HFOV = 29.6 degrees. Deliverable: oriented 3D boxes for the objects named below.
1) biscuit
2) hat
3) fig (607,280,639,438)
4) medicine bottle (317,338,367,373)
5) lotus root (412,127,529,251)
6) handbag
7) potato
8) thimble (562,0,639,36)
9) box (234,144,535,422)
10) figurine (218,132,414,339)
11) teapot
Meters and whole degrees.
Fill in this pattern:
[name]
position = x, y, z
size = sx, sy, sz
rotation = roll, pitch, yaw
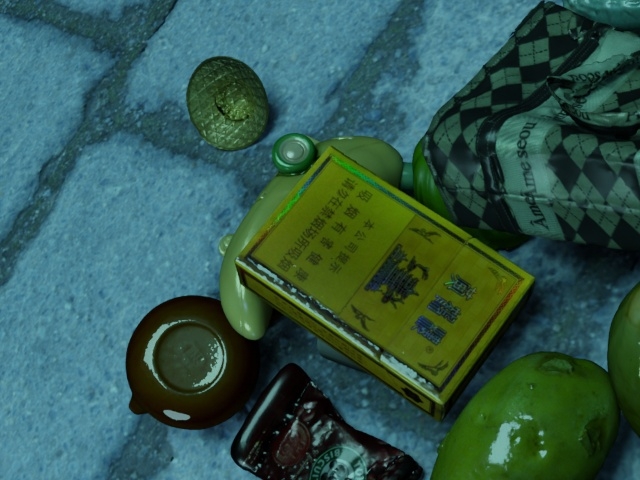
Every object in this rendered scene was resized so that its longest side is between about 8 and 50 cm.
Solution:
[biscuit]
position = -0.002, 0.270, 1.482
size = 0.235, 0.063, 0.151
rotation = 35, 88, 39
[hat]
position = -0.127, -0.214, 1.855
size = 0.146, 0.067, 0.146
rotation = 9, 110, 25
[fig]
position = 0.384, 0.113, 1.203
size = 0.207, 0.230, 0.207
rotation = -33, 10, 6
[medicine bottle]
position = 0.086, 0.145, 1.498
size = 0.199, 0.057, 0.058
rotation = 15, 74, 39
[lotus root]
position = 0.179, -0.091, 1.496
size = 0.186, 0.186, 0.186
rotation = -17, 56, 26
[handbag]
position = 0.365, -0.129, 1.294
size = 0.416, 0.180, 0.317
rotation = 10, 46, 42
[potato]
position = 0.211, 0.228, 1.277
size = 0.148, 0.186, 0.253
rotation = 40, 78, 21
[thimble]
position = 0.407, -0.315, 1.484
size = 0.235, 0.143, 0.198
rotation = -27, 52, 22
[box]
position = 0.075, 0.048, 1.440
size = 0.301, 0.084, 0.193
rotation = 34, 73, 15
[figurine]
position = 0.000, 0.000, 1.574
size = 0.222, 0.124, 0.324
rotation = 30, 69, 14
[teapot]
position = -0.152, 0.153, 1.624
size = 0.252, 0.135, 0.178
rotation = -33, 83, -9
